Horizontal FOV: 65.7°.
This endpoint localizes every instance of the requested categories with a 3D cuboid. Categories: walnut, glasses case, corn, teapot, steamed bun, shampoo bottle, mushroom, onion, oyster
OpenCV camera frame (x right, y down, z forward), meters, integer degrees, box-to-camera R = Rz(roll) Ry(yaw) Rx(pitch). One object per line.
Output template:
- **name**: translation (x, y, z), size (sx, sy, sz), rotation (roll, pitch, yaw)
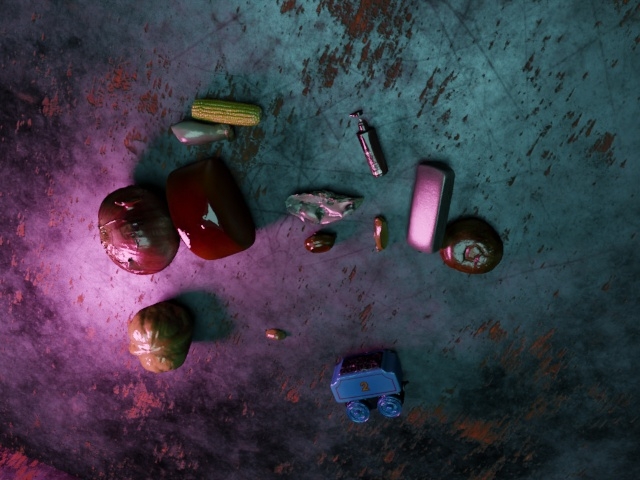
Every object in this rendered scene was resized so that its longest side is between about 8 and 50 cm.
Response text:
- **walnut**: translation (-0.676, 0.404, 2.104), size (0.253, 0.277, 0.282), rotation (11, 106, -3)
- **glasses case**: translation (0.389, -0.114, 1.766), size (0.131, 0.074, 0.323), rotation (26, 123, 38)
- **corn**: translation (-0.326, -0.450, 1.740), size (0.248, 0.081, 0.081), rotation (8, 116, 5)
- **teapot**: translation (0.000, 0.000, 1.916), size (0.129, 0.078, 0.098), rotation (-10, 155, 3)
- **steamed bun**: translation (-0.411, -0.098, 1.831), size (0.234, 0.248, 0.379), rotation (-17, 113, 17)
- **shampoo bottle**: translation (0.170, -0.338, 1.727), size (0.068, 0.067, 0.236), rotation (-20, 111, 7)
- **mushroom**: translation (0.550, 0.026, 1.800), size (0.231, 0.138, 0.194), rotation (4, 116, 7)
- **onion**: translation (-0.684, -0.039, 1.868), size (0.353, 0.354, 0.354), rotation (3, 116, 7)
- **mushroom**: translation (-0.422, -0.389, 1.779), size (0.225, 0.116, 0.093), rotation (-9, 78, 8)
- **oyster**: translation (0.004, -0.136, 1.837), size (0.252, 0.087, 0.199), rotation (-32, 117, 29)

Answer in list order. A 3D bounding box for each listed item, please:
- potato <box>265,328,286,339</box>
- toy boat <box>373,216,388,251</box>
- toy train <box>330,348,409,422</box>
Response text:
- **potato**: translation (-0.197, 0.411, 2.159), size (0.093, 0.036, 0.037), rotation (6, 120, 7)
- **toy boat**: translation (0.228, -0.022, 1.882), size (0.047, 0.049, 0.149), rotation (-23, 123, -27)
- **toy train**: translation (0.216, 0.615, 2.115), size (0.300, 0.188, 0.265), rotation (-16, 107, 17)
